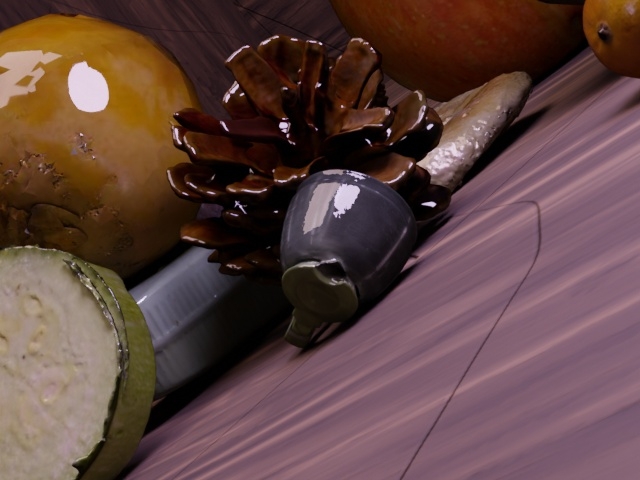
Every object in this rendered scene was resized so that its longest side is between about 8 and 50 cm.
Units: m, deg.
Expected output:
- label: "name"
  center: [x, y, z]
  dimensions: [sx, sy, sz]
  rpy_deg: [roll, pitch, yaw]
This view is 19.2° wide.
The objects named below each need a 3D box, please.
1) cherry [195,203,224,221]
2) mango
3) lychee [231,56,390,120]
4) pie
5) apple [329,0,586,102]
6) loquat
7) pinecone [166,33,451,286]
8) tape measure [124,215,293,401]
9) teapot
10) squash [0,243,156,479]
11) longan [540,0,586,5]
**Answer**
- label: "cherry"
  center: [-0.093, -0.063, 2.511]
  dimensions: [0.176, 0.140, 0.176]
  rpy_deg: [-31, -20, -12]
- label: "mango"
  center: [0.250, -0.171, 1.259]
  dimensions: [0.165, 0.089, 0.115]
  rpy_deg: [-32, -2, 30]
- label: "lychee"
  center: [-0.010, -0.127, 2.189]
  dimensions: [0.200, 0.200, 0.238]
  rpy_deg: [-37, 17, 15]
- label: "pie"
  center: [0.110, -0.081, 1.643]
  dimensions: [0.185, 0.052, 0.218]
  rpy_deg: [-33, 8, 15]
- label: "apple"
  center: [0.166, -0.313, 1.951]
  dimensions: [0.339, 0.339, 0.339]
  rpy_deg: [-38, 5, 4]
- label: "loquat"
  center: [-0.204, -0.072, 1.582]
  dimensions: [0.235, 0.235, 0.235]
  rpy_deg: [-38, 5, 4]
- label: "pinecone"
  center: [-0.010, -0.059, 1.453]
  dimensions: [0.229, 0.201, 0.202]
  rpy_deg: [-4, 46, 41]
- label: "tape measure"
  center: [-0.115, 0.061, 1.640]
  dimensions: [0.235, 0.115, 0.207]
  rpy_deg: [-37, 9, -36]
- label: "teapot"
  center: [0.014, 0.022, 1.317]
  dimensions: [0.092, 0.124, 0.091]
  rpy_deg: [9, 48, 22]
- label: "squash"
  center: [-0.203, 0.118, 1.455]
  dimensions: [0.220, 0.220, 0.133]
  rpy_deg: [-36, -35, 25]
- label: "longan"
  center: [0.266, -0.366, 1.478]
  dimensions: [0.404, 0.336, 0.404]
  rpy_deg: [-49, 8, 9]
